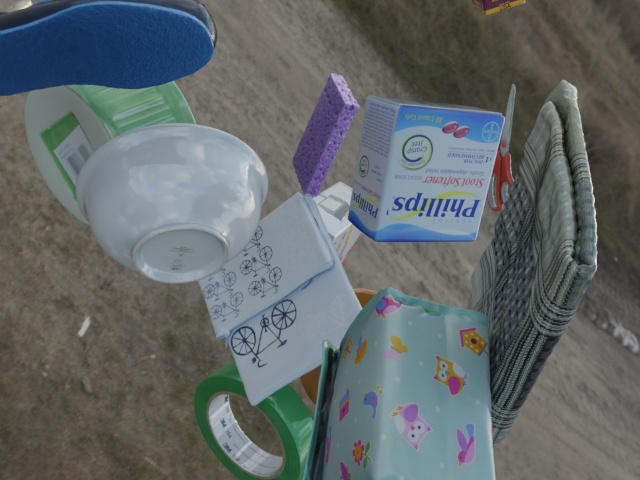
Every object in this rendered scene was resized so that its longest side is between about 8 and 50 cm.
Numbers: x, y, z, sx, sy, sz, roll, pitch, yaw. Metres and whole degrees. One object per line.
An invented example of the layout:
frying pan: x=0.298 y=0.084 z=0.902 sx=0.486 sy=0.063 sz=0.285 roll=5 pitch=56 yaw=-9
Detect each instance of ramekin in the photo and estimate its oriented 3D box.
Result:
ramekin: x=-0.363 y=-0.164 z=1.024 sx=0.303 sy=0.303 sz=0.148 roll=55 pitch=45 yaw=-3

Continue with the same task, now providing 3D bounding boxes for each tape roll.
tape roll: x=-0.156 y=0.439 z=1.404 sx=0.077 sy=0.321 sz=0.321 roll=-33 pitch=90 yaw=-49

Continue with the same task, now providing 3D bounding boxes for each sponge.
sponge: x=0.004 y=-0.201 z=1.147 sx=0.031 sy=0.210 sz=0.117 roll=7 pitch=39 yaw=-26

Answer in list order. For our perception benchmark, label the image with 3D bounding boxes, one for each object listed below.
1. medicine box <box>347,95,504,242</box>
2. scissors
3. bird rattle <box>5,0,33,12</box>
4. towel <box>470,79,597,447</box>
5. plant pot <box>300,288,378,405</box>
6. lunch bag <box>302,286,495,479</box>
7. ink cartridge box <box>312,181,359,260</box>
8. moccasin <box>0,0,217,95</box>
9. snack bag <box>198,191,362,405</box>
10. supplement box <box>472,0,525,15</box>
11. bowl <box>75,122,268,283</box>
medicine box: x=0.224 y=-0.153 z=1.300 sx=0.264 sy=0.289 sz=0.149 roll=0 pitch=20 yaw=-23
scissors: x=0.418 y=-0.208 z=1.380 sx=0.021 sy=0.109 sz=0.296 roll=-12 pitch=105 yaw=-18
bird rattle: x=-0.898 y=-0.618 z=1.808 sx=0.207 sy=0.143 sz=0.253 roll=80 pitch=29 yaw=-59
towel: x=0.228 y=0.023 z=0.687 sx=0.056 sy=0.312 sz=0.324 roll=12 pitch=45 yaw=8
plant pot: x=0.087 y=0.288 z=1.407 sx=0.291 sy=0.203 sz=0.290 roll=25 pitch=41 yaw=-24
lunch bag: x=0.072 y=0.211 z=0.685 sx=0.160 sy=0.262 sz=0.223 roll=17 pitch=56 yaw=-13
ink cartridge box: x=0.000 y=0.000 z=1.532 sx=0.131 sy=0.226 sz=0.306 roll=32 pitch=29 yaw=10
moccasin: x=-0.294 y=-0.268 z=0.740 sx=0.137 sy=0.342 sz=0.116 roll=81 pitch=11 yaw=-50
snack bag: x=-0.089 y=0.120 z=1.194 sx=0.037 sy=0.323 sz=0.342 roll=22 pitch=39 yaw=-57
supplement box: x=0.325 y=-0.543 z=1.141 sx=0.104 sy=0.081 sz=0.188 roll=-93 pitch=164 yaw=-61
bowl: x=-0.218 y=-0.027 z=0.915 sx=0.298 sy=0.298 sz=0.134 roll=21 pitch=41 yaw=-39
